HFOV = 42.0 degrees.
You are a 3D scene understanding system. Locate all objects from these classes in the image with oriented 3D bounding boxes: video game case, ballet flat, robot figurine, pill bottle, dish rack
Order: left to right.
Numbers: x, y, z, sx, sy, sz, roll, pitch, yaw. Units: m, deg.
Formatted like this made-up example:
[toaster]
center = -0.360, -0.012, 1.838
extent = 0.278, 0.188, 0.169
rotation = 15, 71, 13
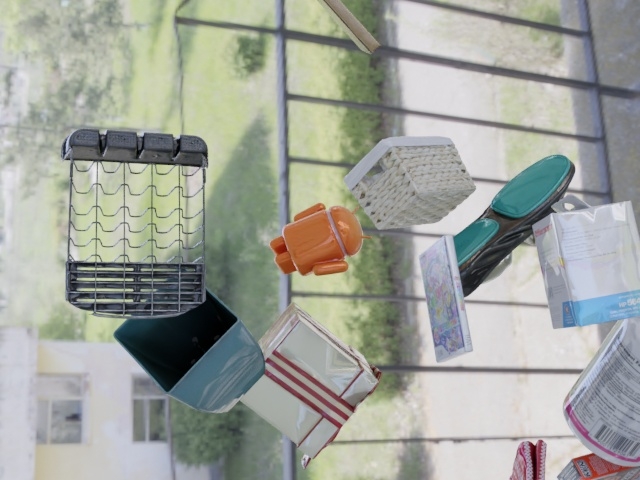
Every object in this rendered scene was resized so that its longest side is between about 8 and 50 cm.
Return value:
[dish rack]
center = -0.254, -0.025, 1.156
extent = 0.074, 0.209, 0.271
rotation = 145, 125, -70
[robot figurine]
center = 0.001, 0.002, 1.862
extent = 0.158, 0.220, 0.128
rotation = -106, -8, -69
[video game case]
center = 0.131, 0.064, 0.883
extent = 0.087, 0.011, 0.121
rotation = 128, 136, -70
[ballet flat]
center = 0.281, -0.015, 1.270
extent = 0.095, 0.280, 0.096
rotation = 42, 168, 53
[pill bottle]
center = 0.506, 0.196, 1.275
extent = 0.160, 0.161, 0.283
rotation = -114, 38, -48

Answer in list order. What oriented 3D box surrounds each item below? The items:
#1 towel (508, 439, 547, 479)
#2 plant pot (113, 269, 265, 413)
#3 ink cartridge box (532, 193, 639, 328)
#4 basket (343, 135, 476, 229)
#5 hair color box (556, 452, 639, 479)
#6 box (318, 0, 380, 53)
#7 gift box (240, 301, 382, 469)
[towel]
center = 0.180, 0.366, 0.880
extent = 0.198, 0.031, 0.274
rotation = -64, -12, -54
[plant pot]
center = -0.201, 0.196, 1.452
extent = 0.166, 0.165, 0.234
rotation = 38, 169, 33
[ink cartridge box]
center = 0.299, 0.020, 0.927
extent = 0.092, 0.090, 0.143
rotation = 96, 164, -83
[basket]
center = 0.141, -0.087, 1.279
extent = 0.113, 0.167, 0.103
rotation = -44, 64, 39
[hair color box]
center = 0.465, 0.372, 1.359
extent = 0.072, 0.141, 0.043
rotation = 103, 152, -49
[box]
center = 0.010, -0.370, 1.281
extent = 0.021, 0.201, 0.164
rotation = -43, 13, 8
[gift box]
center = -0.031, 0.325, 1.852
extent = 0.255, 0.258, 0.276
rotation = -50, 10, 6
